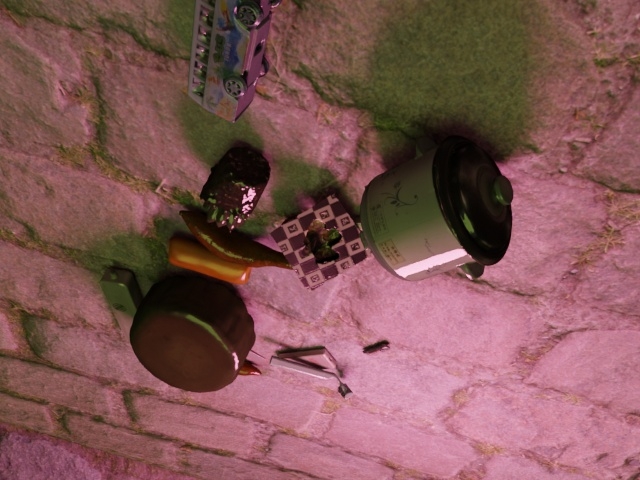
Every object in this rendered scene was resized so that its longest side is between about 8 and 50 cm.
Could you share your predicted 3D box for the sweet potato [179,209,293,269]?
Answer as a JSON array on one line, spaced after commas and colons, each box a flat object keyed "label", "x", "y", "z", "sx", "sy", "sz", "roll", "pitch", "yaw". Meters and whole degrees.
[{"label": "sweet potato", "x": -0.208, "y": 0.020, "z": 1.642, "sx": 0.346, "sy": 0.079, "sz": 0.108, "roll": 22, "pitch": 160, "yaw": 6}]

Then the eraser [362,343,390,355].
[{"label": "eraser", "x": 0.169, "y": 0.331, "z": 1.929, "sx": 0.027, "sy": 0.019, "sz": 0.099, "roll": 27, "pitch": 140, "yaw": -34}]

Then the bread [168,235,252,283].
[{"label": "bread", "x": -0.304, "y": 0.057, "z": 1.725, "sx": 0.239, "sy": 0.073, "sz": 0.092, "roll": 17, "pitch": 163, "yaw": 0}]

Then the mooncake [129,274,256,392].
[{"label": "mooncake", "x": -0.374, "y": 0.269, "z": 1.885, "sx": 0.357, "sy": 0.194, "sz": 0.356, "roll": 7, "pitch": 125, "yaw": 11}]

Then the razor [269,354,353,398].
[{"label": "razor", "x": -0.029, "y": 0.422, "z": 2.026, "sx": 0.278, "sy": 0.056, "sz": 0.111, "roll": 25, "pitch": 178, "yaw": -10}]

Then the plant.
[{"label": "plant", "x": -0.201, "y": -0.118, "z": 1.464, "sx": 0.132, "sy": 0.129, "sz": 0.194, "roll": 29, "pitch": 134, "yaw": -12}]

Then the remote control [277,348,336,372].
[{"label": "remote control", "x": -0.049, "y": 0.389, "z": 2.054, "sx": 0.190, "sy": 0.029, "sz": 0.087, "roll": -13, "pitch": 131, "yaw": 28}]

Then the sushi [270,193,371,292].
[{"label": "sushi", "x": 0.000, "y": 0.000, "z": 1.526, "sx": 0.193, "sy": 0.040, "sz": 0.210, "roll": -31, "pitch": 124, "yaw": 4}]

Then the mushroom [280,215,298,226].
[{"label": "mushroom", "x": -0.024, "y": 0.020, "z": 1.604, "sx": 0.071, "sy": 0.084, "sz": 0.209, "roll": -30, "pitch": 128, "yaw": 26}]

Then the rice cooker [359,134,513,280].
[{"label": "rice cooker", "x": 0.246, "y": -0.061, "z": 1.289, "sx": 0.317, "sy": 0.264, "sz": 0.316, "roll": 9, "pitch": 104, "yaw": 38}]

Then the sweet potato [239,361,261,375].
[{"label": "sweet potato", "x": -0.326, "y": 0.417, "z": 2.153, "sx": 0.265, "sy": 0.057, "sz": 0.057, "roll": 15, "pitch": 139, "yaw": -1}]

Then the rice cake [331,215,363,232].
[{"label": "rice cake", "x": 0.089, "y": -0.039, "z": 1.530, "sx": 0.207, "sy": 0.036, "sz": 0.047, "roll": -6, "pitch": 125, "yaw": 24}]

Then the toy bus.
[{"label": "toy bus", "x": -0.163, "y": -0.383, "z": 1.178, "sx": 0.136, "sy": 0.109, "sz": 0.329, "roll": 26, "pitch": 139, "yaw": 5}]

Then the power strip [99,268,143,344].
[{"label": "power strip", "x": -0.603, "y": 0.215, "z": 2.011, "sx": 0.091, "sy": 0.062, "sz": 0.385, "roll": 8, "pitch": 139, "yaw": 9}]

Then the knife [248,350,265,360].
[{"label": "knife", "x": -0.283, "y": 0.343, "z": 2.086, "sx": 0.058, "sy": 0.032, "sz": 0.244, "roll": -30, "pitch": 126, "yaw": 34}]
